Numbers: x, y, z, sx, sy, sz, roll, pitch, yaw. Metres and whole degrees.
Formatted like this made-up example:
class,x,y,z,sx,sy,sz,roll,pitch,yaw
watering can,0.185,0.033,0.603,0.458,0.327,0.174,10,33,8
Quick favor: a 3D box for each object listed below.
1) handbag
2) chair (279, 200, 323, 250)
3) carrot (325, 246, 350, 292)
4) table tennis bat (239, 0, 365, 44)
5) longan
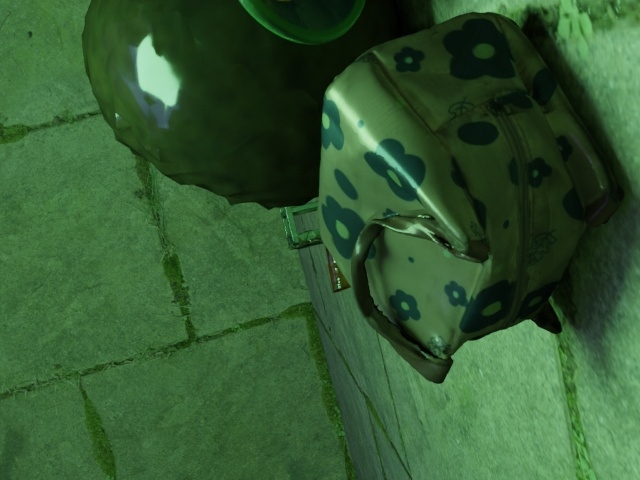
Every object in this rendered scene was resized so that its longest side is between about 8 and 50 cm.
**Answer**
class,x,y,z,sx,sy,sz,roll,pitch,yaw
handbag,0.111,-0.023,0.624,0.193,0.190,0.251,58,161,32
chair,0.000,0.000,1.715,0.136,0.147,0.270,164,92,-83
carrot,0.034,0.013,1.899,0.057,0.057,0.224,105,152,-77
table tennis bat,0.002,-0.287,0.741,0.039,0.257,0.160,-20,112,50
longan,-0.088,-0.219,0.925,0.391,0.391,0.391,164,90,-83
